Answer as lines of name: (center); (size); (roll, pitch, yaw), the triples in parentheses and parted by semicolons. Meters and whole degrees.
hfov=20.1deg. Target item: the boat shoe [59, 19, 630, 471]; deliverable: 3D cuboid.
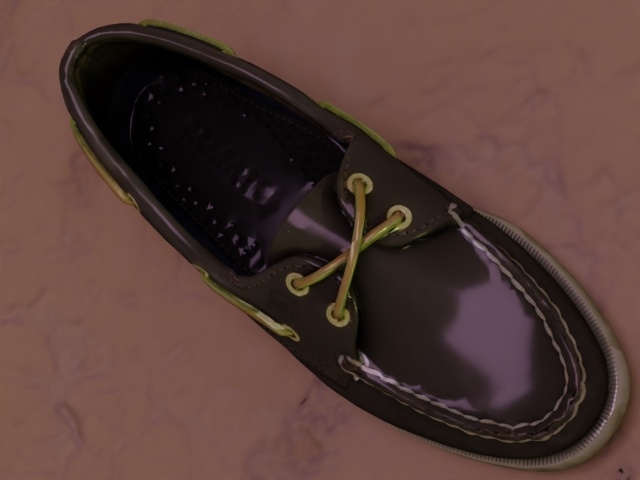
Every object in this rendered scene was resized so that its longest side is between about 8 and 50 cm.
boat shoe: (0.000, 0.000, 0.604); (0.228, 0.069, 0.081); (35, 93, 28)
